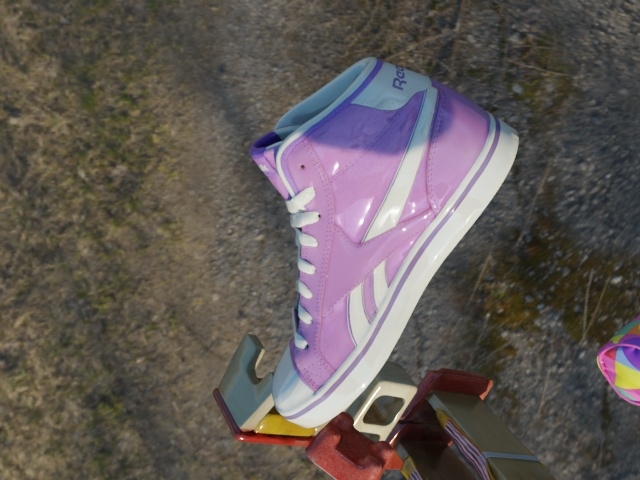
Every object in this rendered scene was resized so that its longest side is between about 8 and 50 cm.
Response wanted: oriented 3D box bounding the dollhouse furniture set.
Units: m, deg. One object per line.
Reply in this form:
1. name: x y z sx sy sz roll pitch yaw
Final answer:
1. dollhouse furniture set: 0.076 0.236 0.841 0.152 0.374 0.201 -60 41 18

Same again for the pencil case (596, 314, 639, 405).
1. pencil case: 0.450 0.117 1.051 0.104 0.236 0.104 33 139 34

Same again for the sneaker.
1. sneaker: 0.000 -0.001 0.618 0.161 0.102 0.282 25 105 -18
